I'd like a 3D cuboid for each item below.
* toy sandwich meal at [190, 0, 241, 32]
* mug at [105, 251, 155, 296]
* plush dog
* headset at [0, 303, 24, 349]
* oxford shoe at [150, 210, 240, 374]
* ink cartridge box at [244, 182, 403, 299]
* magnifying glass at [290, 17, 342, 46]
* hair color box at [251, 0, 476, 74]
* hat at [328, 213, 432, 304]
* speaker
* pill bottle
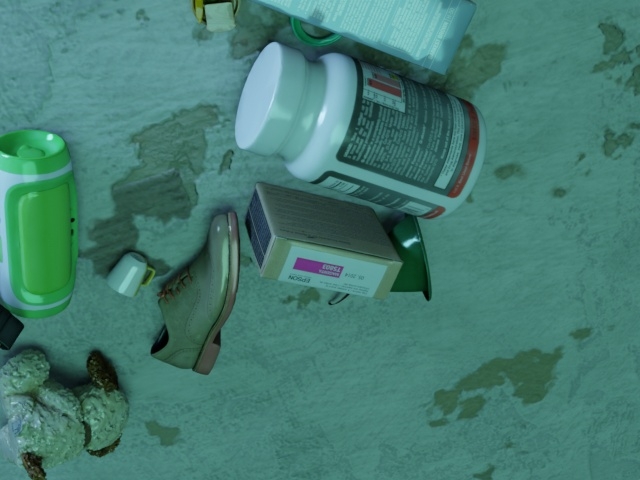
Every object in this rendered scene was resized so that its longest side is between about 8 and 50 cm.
[{"bbox_3d":[-0.159,-0.357,1.288,0.086,0.029,0.085,-7,123,-10],"label":"toy sandwich meal"},{"bbox_3d":[-0.336,0.055,1.502,0.062,0.078,0.064,34,102,5],"label":"mug"},{"bbox_3d":[-0.466,0.337,1.581,0.225,0.210,0.262,-14,127,-34],"label":"plush dog"},{"bbox_3d":[-0.634,0.082,1.289,0.185,0.243,0.394,-62,148,-21],"label":"headset"},{"bbox_3d":[-0.224,0.098,1.513,0.130,0.123,0.348,11,118,-14],"label":"oxford shoe"},{"bbox_3d":[0.000,0.000,1.460,0.235,0.193,0.088,13,118,-20],"label":"ink cartridge box"},{"bbox_3d":[0.058,-0.386,1.331,0.231,0.026,0.092,-28,124,7],"label":"magnifying glass"},{"bbox_3d":[0.014,-0.371,1.208,0.374,0.185,0.113,17,112,-18],"label":"hair color box"},{"bbox_3d":[0.094,0.052,1.536,0.183,0.173,0.208,-12,117,0],"label":"hat"},{"bbox_3d":[-0.464,-0.023,1.370,0.131,0.131,0.296,0,122,-14],"label":"speaker"},{"bbox_3d":[0.064,-0.176,1.352,0.363,0.210,0.210,16,117,-23],"label":"pill bottle"}]
